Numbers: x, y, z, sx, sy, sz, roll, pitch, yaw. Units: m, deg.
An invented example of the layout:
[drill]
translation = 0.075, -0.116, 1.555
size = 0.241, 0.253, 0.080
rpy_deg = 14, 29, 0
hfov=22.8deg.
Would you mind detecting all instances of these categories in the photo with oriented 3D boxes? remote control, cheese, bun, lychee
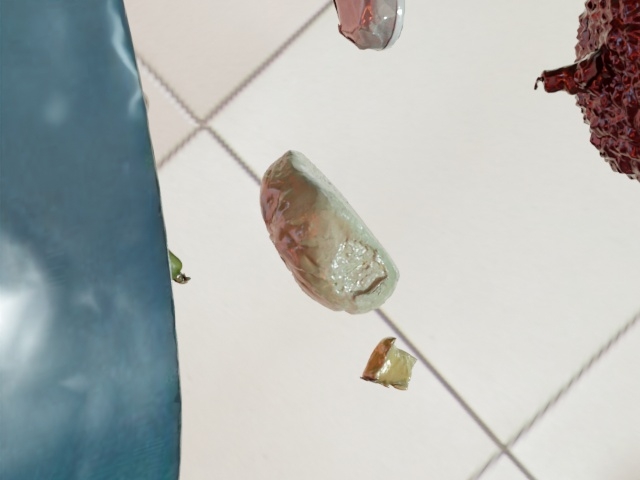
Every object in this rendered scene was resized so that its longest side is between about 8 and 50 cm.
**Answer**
[remote control]
translation = 0.033, -0.305, 1.624
size = 0.052, 0.104, 0.247
rpy_deg = -5, 63, -21
[cheese]
translation = 0.080, 0.147, 1.868
size = 0.084, 0.041, 0.060
rpy_deg = 35, 75, -52
[bun]
translation = -0.001, -0.001, 1.874
size = 0.108, 0.221, 0.221
rpy_deg = -39, 101, 3
[lychee]
translation = 0.361, -0.179, 1.563
size = 0.300, 0.264, 0.264
rpy_deg = -13, 98, -2

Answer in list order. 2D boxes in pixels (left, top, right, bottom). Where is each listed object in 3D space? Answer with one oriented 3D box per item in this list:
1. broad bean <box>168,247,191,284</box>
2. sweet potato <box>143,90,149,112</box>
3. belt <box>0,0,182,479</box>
[broad bean]
translation = -0.244, -0.028, 1.680
size = 0.254, 0.065, 0.046
rpy_deg = 36, 95, -4
[sweet potato]
translation = -0.248, -0.136, 1.934
size = 0.058, 0.202, 0.055
rpy_deg = 4, 120, 9
[belt]
translation = -0.198, -0.038, 0.522
size = 0.173, 0.300, 0.436
rpy_deg = -14, 99, -39
